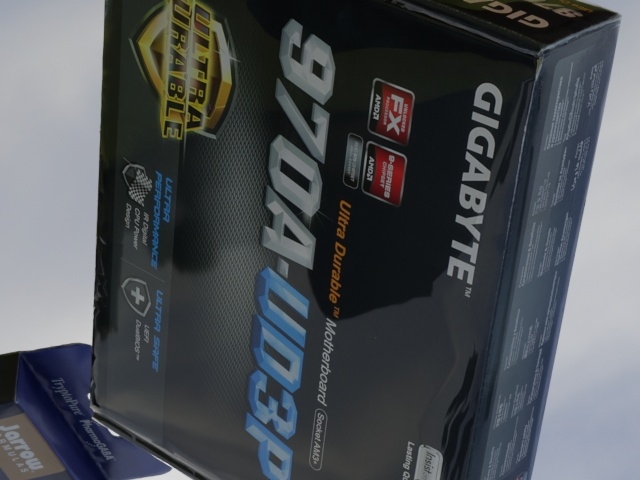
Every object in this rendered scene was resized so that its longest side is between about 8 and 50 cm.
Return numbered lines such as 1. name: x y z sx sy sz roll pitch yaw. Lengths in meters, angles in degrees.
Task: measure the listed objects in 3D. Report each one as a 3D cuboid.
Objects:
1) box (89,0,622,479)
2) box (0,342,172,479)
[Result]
1. box: 0.000 0.000 0.605 0.175 0.220 0.051 26 -146 30
2. box: -0.203 0.119 0.912 0.225 0.136 0.037 -12 -129 9
